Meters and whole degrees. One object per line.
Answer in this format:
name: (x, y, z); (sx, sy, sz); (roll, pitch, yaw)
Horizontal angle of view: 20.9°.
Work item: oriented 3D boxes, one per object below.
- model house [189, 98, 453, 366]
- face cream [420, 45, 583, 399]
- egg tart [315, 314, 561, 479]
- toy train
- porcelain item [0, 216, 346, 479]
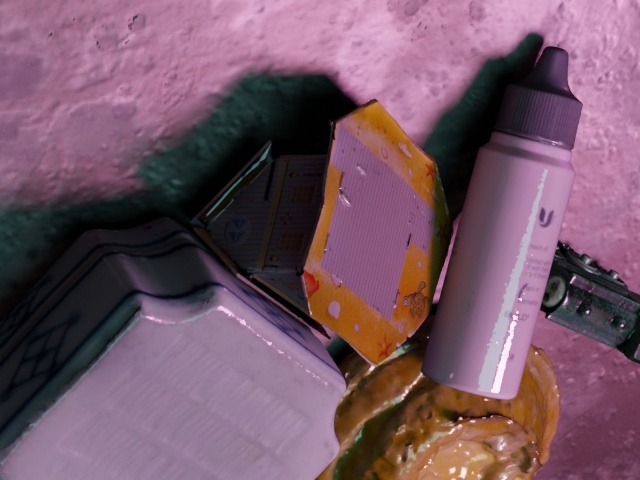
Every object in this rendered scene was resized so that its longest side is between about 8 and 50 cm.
model house: (0.000, 0.000, 1.489); (0.219, 0.136, 0.207); (37, 59, -52)
face cream: (0.168, -0.019, 1.532); (0.092, 0.092, 0.311); (11, 94, -32)
egg tart: (0.113, 0.207, 1.663); (0.290, 0.115, 0.290); (-13, 125, -19)
toy train: (0.250, 0.056, 1.640); (0.170, 0.111, 0.071); (23, 103, -36)
porcelain item: (-0.146, 0.144, 1.462); (0.281, 0.157, 0.286); (-48, 127, 5)
